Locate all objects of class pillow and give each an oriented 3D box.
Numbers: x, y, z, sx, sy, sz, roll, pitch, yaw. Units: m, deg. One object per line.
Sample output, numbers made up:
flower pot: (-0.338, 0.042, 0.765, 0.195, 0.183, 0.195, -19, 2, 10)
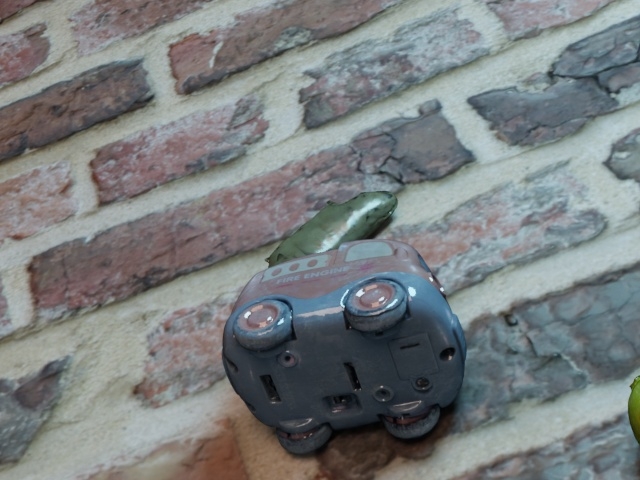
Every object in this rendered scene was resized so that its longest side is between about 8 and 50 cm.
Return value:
pillow: (-0.001, 0.001, 1.792, 0.241, 0.051, 0.093, -42, 46, -16)

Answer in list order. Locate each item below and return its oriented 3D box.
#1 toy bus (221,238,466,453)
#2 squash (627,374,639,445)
toy bus: (0.030, 0.104, 1.584, 0.294, 0.197, 0.232, -12, 33, 14)
squash: (0.397, 0.206, 1.373, 0.123, 0.123, 0.186, -35, 42, -13)
